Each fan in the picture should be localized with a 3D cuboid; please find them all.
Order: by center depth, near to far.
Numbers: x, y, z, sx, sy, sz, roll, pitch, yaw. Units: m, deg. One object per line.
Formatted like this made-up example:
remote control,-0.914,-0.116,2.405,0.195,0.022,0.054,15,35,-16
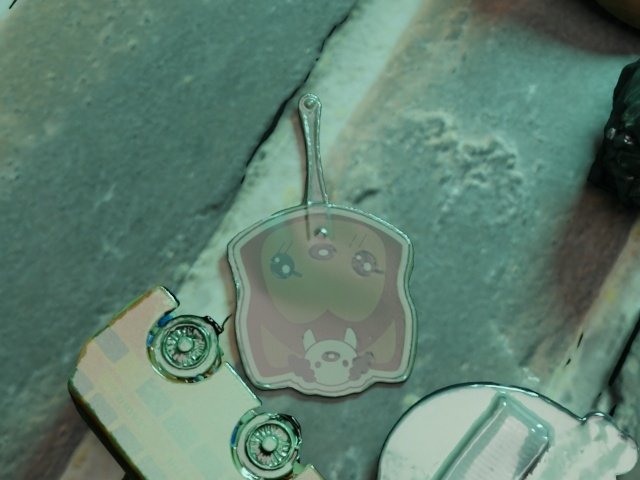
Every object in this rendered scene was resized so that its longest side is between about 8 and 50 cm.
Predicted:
fan,0.000,0.000,0.798,0.132,0.009,0.220,-3,74,-10

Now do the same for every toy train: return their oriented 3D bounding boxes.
toy train,-0.076,0.120,0.717,0.099,0.072,0.188,-37,80,-17

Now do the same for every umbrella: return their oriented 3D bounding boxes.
umbrella,0.304,-0.175,0.813,0.094,0.143,0.349,33,72,-2

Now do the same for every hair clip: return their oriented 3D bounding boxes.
hair clip,0.095,0.172,0.735,0.140,0.054,0.220,37,70,10

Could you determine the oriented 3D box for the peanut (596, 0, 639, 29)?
peanut,0.221,-0.216,0.858,0.152,0.076,0.076,43,71,-15
